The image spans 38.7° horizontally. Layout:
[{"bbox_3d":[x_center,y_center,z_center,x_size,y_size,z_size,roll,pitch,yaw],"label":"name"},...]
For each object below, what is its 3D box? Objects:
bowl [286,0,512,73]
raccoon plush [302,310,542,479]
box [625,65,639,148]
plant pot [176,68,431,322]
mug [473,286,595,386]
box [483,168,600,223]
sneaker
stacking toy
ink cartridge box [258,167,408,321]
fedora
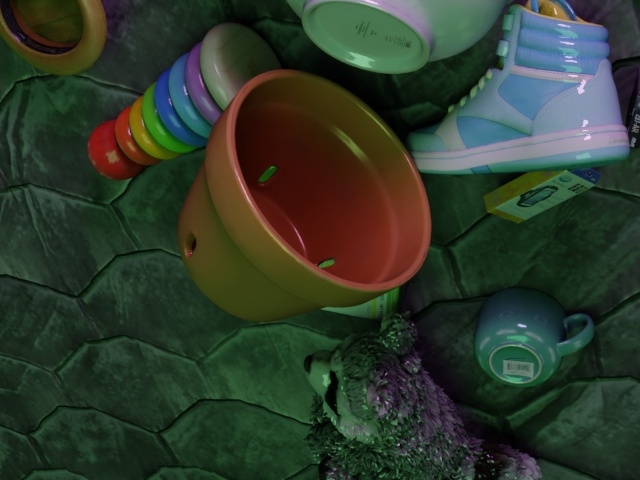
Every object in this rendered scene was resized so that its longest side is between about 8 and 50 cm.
[{"bbox_3d":[0.066,-0.271,0.974,0.298,0.134,0.298,18,166,5],"label":"bowl"},{"bbox_3d":[0.179,0.244,1.354,0.447,0.216,0.299,6,147,-19],"label":"raccoon plush"},{"bbox_3d":[0.373,-0.156,1.069,0.018,0.083,0.067,12,127,13],"label":"box"},{"bbox_3d":[-0.039,-0.028,1.103,0.291,0.291,0.203,41,132,-11],"label":"plant pot"},{"bbox_3d":[0.294,0.140,1.305,0.129,0.097,0.158,38,129,-9],"label":"mug"},{"bbox_3d":[0.288,-0.068,1.174,0.136,0.028,0.081,-31,150,33],"label":"box"},{"bbox_3d":[0.221,-0.184,1.099,0.319,0.127,0.208,0,95,48],"label":"sneaker"},{"bbox_3d":[-0.206,-0.165,1.253,0.330,0.141,0.141,-23,114,36],"label":"stacking toy"},{"bbox_3d":[0.000,0.000,1.314,0.255,0.097,0.188,10,127,12],"label":"ink cartridge box"},{"bbox_3d":[-0.356,-0.317,1.226,0.194,0.079,0.194,14,130,18],"label":"fedora"}]
